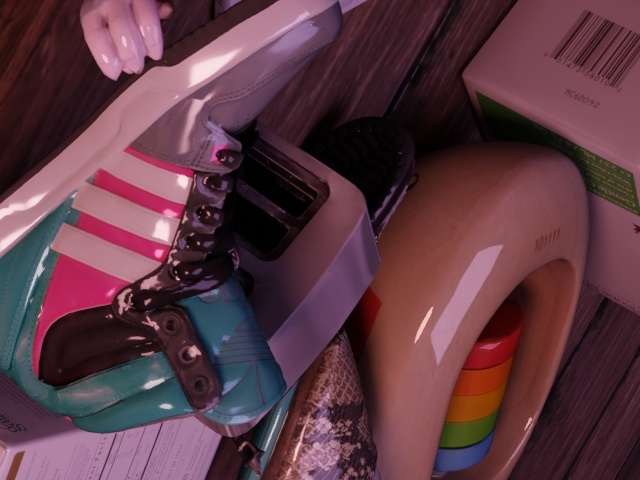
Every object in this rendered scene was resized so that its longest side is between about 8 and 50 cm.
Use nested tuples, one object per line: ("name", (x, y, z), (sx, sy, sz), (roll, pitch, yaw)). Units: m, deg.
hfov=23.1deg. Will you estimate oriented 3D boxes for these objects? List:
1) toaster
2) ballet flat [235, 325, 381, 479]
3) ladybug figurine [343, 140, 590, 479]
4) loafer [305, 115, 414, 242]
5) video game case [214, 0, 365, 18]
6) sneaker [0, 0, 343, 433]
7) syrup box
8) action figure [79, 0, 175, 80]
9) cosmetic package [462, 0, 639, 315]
("toaster", (-0.064, 0.019, 0.995), (0.168, 0.186, 0.110), (-51, 162, -14))
("ballet flat", (-0.048, 0.286, 1.225), (0.483, 0.182, 0.164), (-58, -174, 19))
("ladybug figurine", (0.093, 0.102, 1.362), (0.305, 0.162, 0.449), (-27, 138, -47))
("loafer", (0.000, 0.000, 1.211), (0.220, 0.080, 0.078), (-53, 158, 10))
("video game case", (-0.012, -0.199, 1.043), (0.157, 0.019, 0.143), (-34, 144, -38))
("sneaker", (-0.064, 0.004, 0.832), (0.295, 0.178, 0.124), (-39, -176, 23))
("syrup box", (-0.170, 0.133, 1.033), (0.237, 0.093, 0.096), (-6, 123, -57))
("action figure", (-0.083, -0.227, 0.716), (0.370, 0.248, 0.275), (-21, 104, -16))
("cosmetic package", (0.280, -0.079, 1.460), (0.155, 0.197, 0.365), (-52, 151, -12))
